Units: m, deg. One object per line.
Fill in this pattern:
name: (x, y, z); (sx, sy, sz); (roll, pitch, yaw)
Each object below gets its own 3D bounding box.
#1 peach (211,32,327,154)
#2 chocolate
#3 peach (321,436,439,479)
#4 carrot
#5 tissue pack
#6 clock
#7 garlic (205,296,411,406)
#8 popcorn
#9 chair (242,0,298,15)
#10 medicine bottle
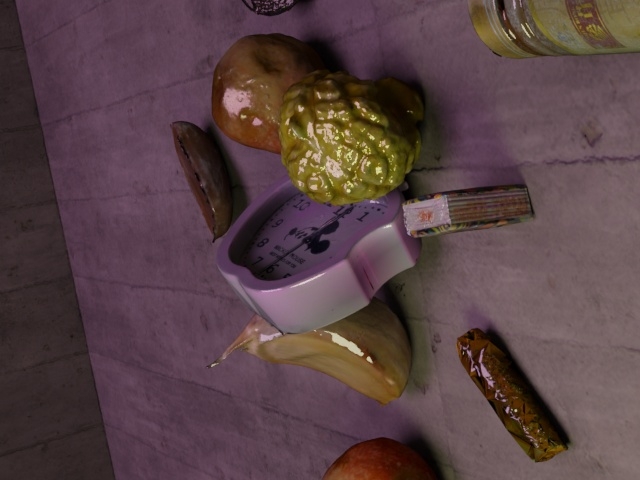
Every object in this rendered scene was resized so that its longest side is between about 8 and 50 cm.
peach: (-0.077, -0.242, 1.884); (0.235, 0.214, 0.214); (48, 141, 31)
chocolate: (-0.242, -0.139, 2.348); (0.161, 0.083, 0.261); (100, 148, -66)
peach: (0.115, 0.462, 1.842); (0.257, 0.232, 0.232); (7, 109, 50)
carrot: (0.278, 0.230, 1.606); (0.228, 0.069, 0.069); (57, 146, 30)
tissue pack: (0.206, -0.043, 1.527); (0.109, 0.148, 0.060); (-14, 83, 61)
clock: (0.000, 0.000, 1.788); (0.338, 0.338, 0.102); (29, 153, 53)
garlic: (-0.003, 0.176, 1.816); (0.151, 0.339, 0.196); (-104, 30, -66)
popcorn: (0.048, -0.172, 1.708); (0.237, 0.251, 0.205); (-4, 111, 27)
chair: (-0.103, -0.510, 1.886); (0.174, 0.149, 0.213); (-9, 127, 36)
medicine bottle: (0.321, -0.284, 1.211); (0.322, 0.151, 0.151); (12, 112, 59)
